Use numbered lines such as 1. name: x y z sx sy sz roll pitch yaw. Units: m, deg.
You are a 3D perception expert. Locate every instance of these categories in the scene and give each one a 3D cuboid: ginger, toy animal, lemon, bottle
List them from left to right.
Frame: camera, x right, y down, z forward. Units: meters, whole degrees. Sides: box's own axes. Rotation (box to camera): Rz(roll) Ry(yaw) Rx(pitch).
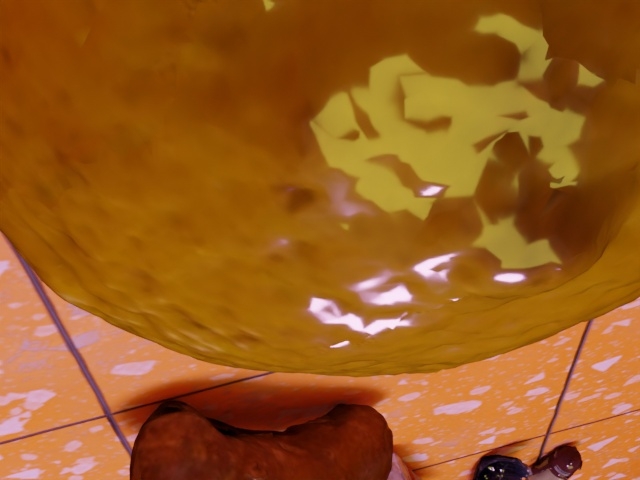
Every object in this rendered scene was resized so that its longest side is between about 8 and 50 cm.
1. ginger: -0.060 0.248 1.420 0.321 0.172 0.165 6 -173 -45
2. lemon: 0.007 -0.117 0.483 0.349 0.350 0.387 9 160 -43
3. toy animal: 0.215 0.392 1.944 0.197 0.273 0.160 13 -168 31
4. bottle: 0.325 0.314 1.936 0.063 0.047 0.101 -33 165 -39

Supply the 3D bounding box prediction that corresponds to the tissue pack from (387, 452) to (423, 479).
1. tissue pack: 0.062 0.342 1.772 0.148 0.092 0.196 -21 156 9
